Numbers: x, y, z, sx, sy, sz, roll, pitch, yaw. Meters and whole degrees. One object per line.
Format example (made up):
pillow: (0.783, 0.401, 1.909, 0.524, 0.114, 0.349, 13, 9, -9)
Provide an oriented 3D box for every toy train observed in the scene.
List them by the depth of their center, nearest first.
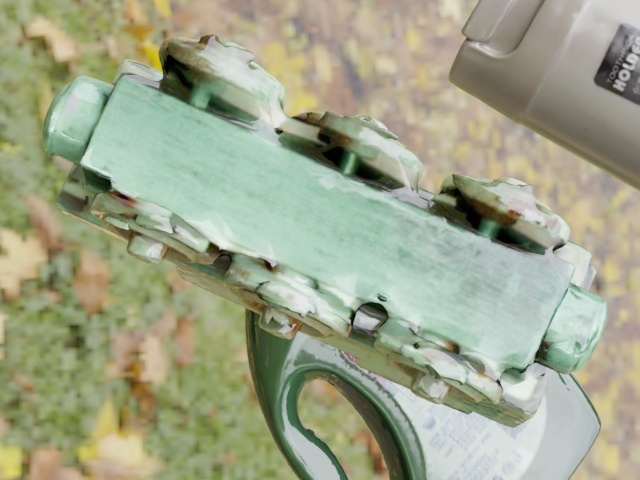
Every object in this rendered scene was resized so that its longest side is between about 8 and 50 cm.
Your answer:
toy train: (0.000, 0.000, 0.652, 0.125, 0.194, 0.081, 100, 15, -79)

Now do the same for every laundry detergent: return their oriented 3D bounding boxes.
laundry detergent: (0.028, 0.069, 0.971, 0.211, 0.063, 0.137, 39, 84, -5)

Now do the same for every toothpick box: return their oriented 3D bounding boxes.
toothpick box: (0.166, -0.084, 0.973, 0.180, 0.111, 0.111, 31, 53, 4)
